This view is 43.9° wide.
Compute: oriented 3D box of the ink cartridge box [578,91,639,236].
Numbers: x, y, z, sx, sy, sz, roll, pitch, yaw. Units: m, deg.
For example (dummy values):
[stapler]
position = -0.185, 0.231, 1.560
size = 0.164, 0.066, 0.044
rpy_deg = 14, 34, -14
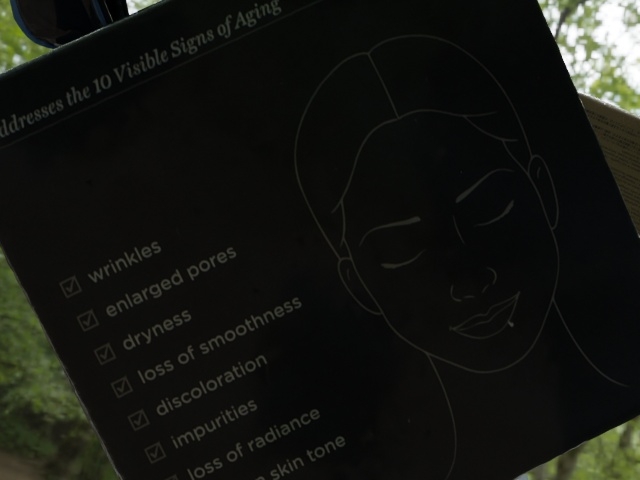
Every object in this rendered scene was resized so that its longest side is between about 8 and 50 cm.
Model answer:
[ink cartridge box]
position = 0.414, -0.068, 1.072
size = 0.234, 0.193, 0.088
rpy_deg = 33, 21, 30

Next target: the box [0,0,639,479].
[box]
position = 0.000, 0.000, 0.757
size = 0.479, 0.472, 0.297
rpy_deg = -25, 7, -3

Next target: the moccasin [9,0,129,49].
[moccasin]
position = -0.221, -0.351, 0.731
size = 0.116, 0.342, 0.138
rpy_deg = 9, 30, 15

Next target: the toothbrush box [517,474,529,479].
[toothbrush box]
position = 0.177, 0.382, 1.036
size = 0.216, 0.296, 0.126
rpy_deg = -14, -42, -4
